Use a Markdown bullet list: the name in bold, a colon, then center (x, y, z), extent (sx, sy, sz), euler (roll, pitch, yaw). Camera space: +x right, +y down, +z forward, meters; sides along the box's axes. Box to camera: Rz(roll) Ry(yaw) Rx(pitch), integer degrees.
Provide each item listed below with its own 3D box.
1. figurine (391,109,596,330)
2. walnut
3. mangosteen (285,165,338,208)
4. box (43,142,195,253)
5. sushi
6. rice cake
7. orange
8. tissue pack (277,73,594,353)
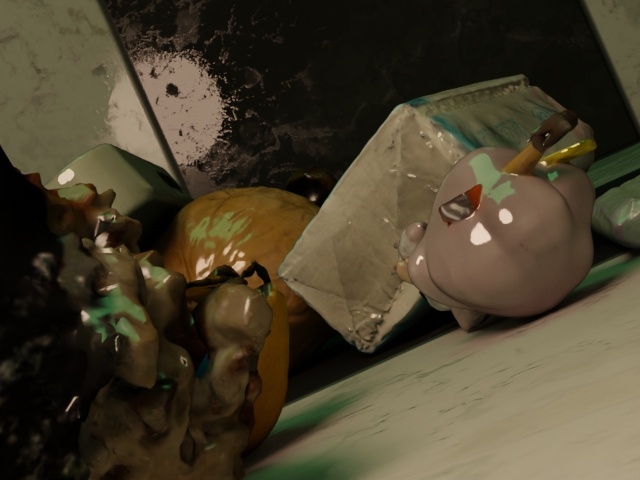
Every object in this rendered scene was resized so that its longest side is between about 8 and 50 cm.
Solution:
- **figurine**: center (0.116, 0.004, 0.872), extent (0.137, 0.112, 0.229), euler (-16, -15, -13)
- **walnut**: center (-0.065, 0.040, 1.200), extent (0.193, 0.193, 0.225), euler (-24, -2, 12)
- **mangosteen**: center (-0.002, 0.008, 1.487), extent (0.172, 0.184, 0.172), euler (-7, -1, 0)
- **box**: center (-0.281, 0.070, 1.229), extent (0.373, 0.090, 0.367), euler (-43, -3, 2)
- **sushi**: center (-0.138, 0.080, 0.591), extent (0.225, 0.218, 0.238), euler (-57, 30, 2)
- **rice cake**: center (0.250, -0.024, 1.014), extent (0.080, 0.042, 0.222), euler (-28, 1, 6)
- **orange**: center (-0.081, 0.088, 0.785), extent (0.160, 0.112, 0.170), euler (-33, -28, 2)
- **tissue pack**: center (0.107, -0.029, 1.111), extent (0.201, 0.124, 0.271), euler (-49, -12, 28)
